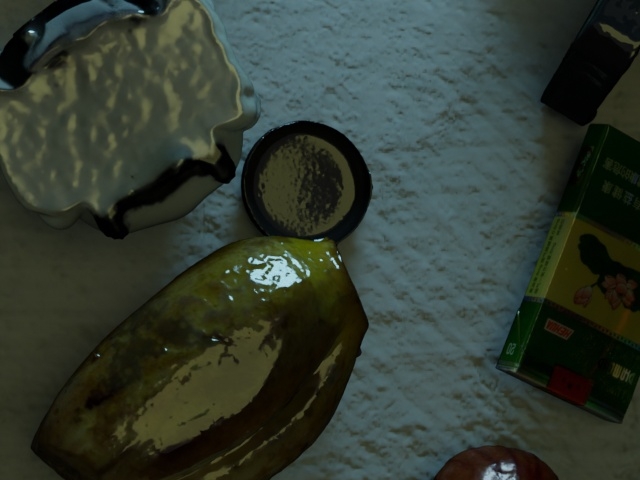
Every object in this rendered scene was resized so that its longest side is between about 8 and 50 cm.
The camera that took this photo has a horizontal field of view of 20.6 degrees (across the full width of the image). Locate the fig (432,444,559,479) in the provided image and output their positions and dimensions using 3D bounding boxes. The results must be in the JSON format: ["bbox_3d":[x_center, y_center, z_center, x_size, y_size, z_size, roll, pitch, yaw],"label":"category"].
[{"bbox_3d":[0.161,0.233,1.488,0.128,0.150,0.128,11,75,-48],"label":"fig"}]

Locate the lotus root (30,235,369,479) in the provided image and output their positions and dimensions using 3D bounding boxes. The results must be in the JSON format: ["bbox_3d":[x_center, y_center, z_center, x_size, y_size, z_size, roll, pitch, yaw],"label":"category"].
[{"bbox_3d":[-0.082,0.116,1.411,0.291,0.193,0.193,-40,95,-9],"label":"lotus root"}]

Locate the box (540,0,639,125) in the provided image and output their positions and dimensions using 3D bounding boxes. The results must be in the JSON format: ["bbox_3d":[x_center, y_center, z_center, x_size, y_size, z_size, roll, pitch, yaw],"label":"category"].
[{"bbox_3d":[0.306,-0.271,1.514,0.058,0.211,0.350,32,80,2],"label":"box"}]

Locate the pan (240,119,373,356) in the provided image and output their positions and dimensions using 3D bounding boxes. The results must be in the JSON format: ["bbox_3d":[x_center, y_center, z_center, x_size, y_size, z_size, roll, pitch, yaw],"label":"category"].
[{"bbox_3d":[-0.001,0.001,1.509,0.115,0.040,0.212,-13,83,-15],"label":"pan"}]

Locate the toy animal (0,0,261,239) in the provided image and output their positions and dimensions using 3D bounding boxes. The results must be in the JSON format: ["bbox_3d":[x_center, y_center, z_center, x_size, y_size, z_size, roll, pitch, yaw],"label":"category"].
[{"bbox_3d":[-0.158,-0.111,1.426,0.208,0.156,0.204,-29,96,3],"label":"toy animal"}]

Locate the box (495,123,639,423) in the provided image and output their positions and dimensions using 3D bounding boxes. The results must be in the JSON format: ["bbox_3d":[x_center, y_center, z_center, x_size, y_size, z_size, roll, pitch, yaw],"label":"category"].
[{"bbox_3d":[0.251,0.029,1.552,0.132,0.034,0.235,25,81,-27],"label":"box"}]
